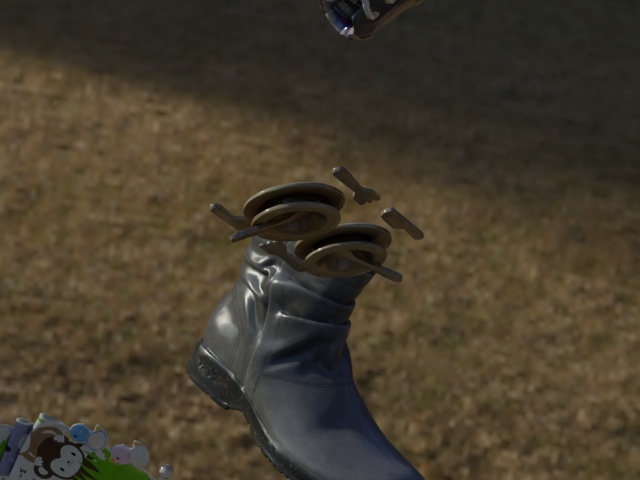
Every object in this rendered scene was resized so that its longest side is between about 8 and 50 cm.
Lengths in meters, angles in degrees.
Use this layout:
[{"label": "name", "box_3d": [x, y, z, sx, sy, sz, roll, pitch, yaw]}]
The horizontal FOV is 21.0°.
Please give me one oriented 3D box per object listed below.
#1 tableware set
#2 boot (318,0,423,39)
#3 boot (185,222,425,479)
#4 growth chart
[{"label": "tableware set", "box_3d": [0.000, 0.000, 1.476, 0.128, 0.039, 0.194, -16, -23, 20]}, {"label": "boot", "box_3d": [0.045, -0.151, 0.932, 0.069, 0.086, 0.190, 47, -3, 0]}, {"label": "boot", "box_3d": [0.008, 0.112, 1.730, 0.338, 0.223, 0.118, 36, 19, 33]}, {"label": "growth chart", "box_3d": [-0.284, 0.268, 1.940, 0.237, 0.172, 0.021, 19, 33, 8]}]
